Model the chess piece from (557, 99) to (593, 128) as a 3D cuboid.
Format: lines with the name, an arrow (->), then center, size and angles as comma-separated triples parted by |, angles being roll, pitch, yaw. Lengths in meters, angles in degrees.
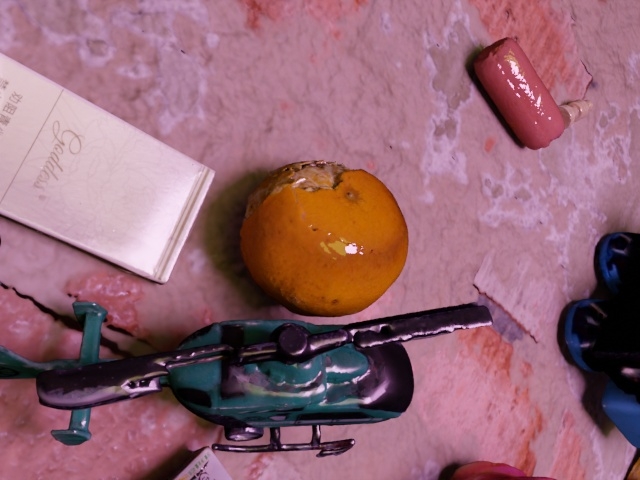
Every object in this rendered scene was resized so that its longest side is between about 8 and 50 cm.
chess piece -> 0.367, -0.187, 0.796 | 0.092, 0.035, 0.035 | -26, 101, -35

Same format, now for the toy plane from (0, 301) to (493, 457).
toy plane -> -0.067, 0.098, 0.418 | 0.381, 0.155, 0.107 | 4, 59, -13

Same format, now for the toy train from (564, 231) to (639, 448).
toy train -> 0.507, 0.123, 0.763 | 0.265, 0.188, 0.300 | 48, 61, -12

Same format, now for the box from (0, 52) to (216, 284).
box -> -0.190, -0.052, 0.429 | 0.198, 0.029, 0.109 | 29, 72, -27

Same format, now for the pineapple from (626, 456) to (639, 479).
pineapple -> 0.497, 0.375, 0.827 | 0.116, 0.069, 0.137 | 2, 76, -27

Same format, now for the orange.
orange -> 0.000, 0.000, 0.496 | 0.156, 0.134, 0.157 | 21, 35, -16

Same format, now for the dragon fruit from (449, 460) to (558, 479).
dragon fruit -> 0.184, 0.370, 0.557 | 0.290, 0.189, 0.291 | 9, 76, -38

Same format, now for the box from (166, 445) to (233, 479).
box -> -0.140, 0.234, 0.389 | 0.050, 0.041, 0.207 | 54, 39, 0

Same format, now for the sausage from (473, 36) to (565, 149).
sausage -> 0.257, -0.184, 0.706 | 0.154, 0.062, 0.062 | 47, 64, -21
